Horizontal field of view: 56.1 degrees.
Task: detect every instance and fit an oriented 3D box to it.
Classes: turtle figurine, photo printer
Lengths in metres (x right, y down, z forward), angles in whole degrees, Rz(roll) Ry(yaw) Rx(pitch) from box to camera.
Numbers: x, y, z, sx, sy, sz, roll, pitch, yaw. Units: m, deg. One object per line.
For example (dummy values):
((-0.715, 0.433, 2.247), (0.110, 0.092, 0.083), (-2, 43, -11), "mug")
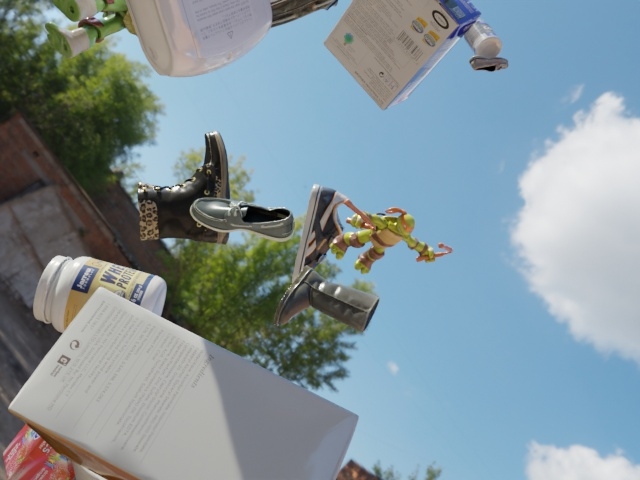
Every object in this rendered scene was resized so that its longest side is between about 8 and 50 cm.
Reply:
((-0.394, -0.467, 1.116), (0.197, 0.266, 0.275), (0, -60, 40), "turtle figurine")
((0.115, -0.014, 1.214), (0.269, 0.087, 0.217), (21, -30, -28), "turtle figurine")
((-0.209, -0.440, 0.998), (0.107, 0.256, 0.308), (18, -46, 39), "photo printer")

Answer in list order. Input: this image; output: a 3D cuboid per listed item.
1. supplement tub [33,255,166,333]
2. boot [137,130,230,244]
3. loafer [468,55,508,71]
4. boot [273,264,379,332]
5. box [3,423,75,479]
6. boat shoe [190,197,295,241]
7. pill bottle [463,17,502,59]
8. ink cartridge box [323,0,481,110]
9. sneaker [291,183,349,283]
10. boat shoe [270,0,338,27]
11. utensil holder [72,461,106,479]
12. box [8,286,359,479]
((-0.630, 0.178, 1.737), (0.316, 0.228, 0.228), (16, -22, -5), "supplement tub")
((-0.436, -0.168, 1.919), (0.138, 0.284, 0.378), (148, -61, -75), "boot")
((0.464, -0.477, 1.649), (0.045, 0.125, 0.039), (134, -50, -59), "loafer")
((0.014, 0.170, 1.455), (0.208, 0.190, 0.076), (30, -22, 10), "boot")
((-0.580, 0.433, 1.371), (0.128, 0.257, 0.122), (43, -12, -33), "box")
((-0.231, -0.084, 1.797), (0.319, 0.116, 0.099), (14, -35, -2), "boat shoe")
((0.455, -0.577, 1.709), (0.078, 0.078, 0.137), (77, -2, -49), "pill bottle")
((0.226, -0.581, 1.596), (0.270, 0.151, 0.395), (49, -42, 4), "ink cartridge box")
((0.000, 0.000, 1.817), (0.127, 0.321, 0.126), (14, 11, -1), "sneaker")
((-0.001, -0.519, 1.183), (0.119, 0.335, 0.121), (72, -1, -65), "boat shoe")
((-0.344, 0.477, 1.274), (0.327, 0.327, 0.386), (39, -42, 30), "utensil holder")
((-0.154, 0.239, 0.736), (0.345, 0.168, 0.215), (25, -32, 7), "box")
